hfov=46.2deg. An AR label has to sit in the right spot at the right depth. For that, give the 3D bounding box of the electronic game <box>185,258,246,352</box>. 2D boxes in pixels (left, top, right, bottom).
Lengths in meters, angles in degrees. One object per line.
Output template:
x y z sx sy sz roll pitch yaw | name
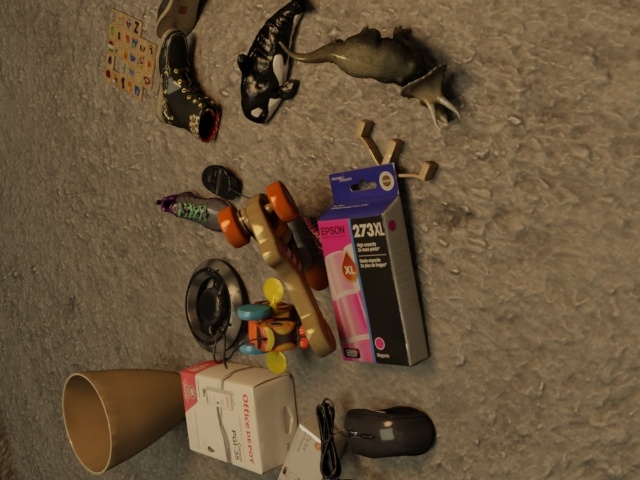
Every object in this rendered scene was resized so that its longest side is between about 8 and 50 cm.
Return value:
-0.258 0.159 1.825 0.229 0.048 0.229 -1 89 45 | electronic game

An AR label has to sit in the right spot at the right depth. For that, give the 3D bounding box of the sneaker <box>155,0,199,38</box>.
-0.329 -0.573 1.754 0.222 0.083 0.118 -45 47 49 | sneaker

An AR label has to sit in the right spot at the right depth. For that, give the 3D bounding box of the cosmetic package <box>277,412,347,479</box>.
-0.028 0.499 1.628 0.099 0.060 0.239 31 119 22 | cosmetic package

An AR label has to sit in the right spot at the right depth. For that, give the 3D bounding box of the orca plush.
-0.115 -0.366 1.534 0.151 0.102 0.287 57 132 22 | orca plush

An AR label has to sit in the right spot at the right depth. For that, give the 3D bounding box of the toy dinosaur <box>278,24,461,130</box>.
0.093 -0.306 1.254 0.160 0.314 0.121 -104 37 -66 | toy dinosaur

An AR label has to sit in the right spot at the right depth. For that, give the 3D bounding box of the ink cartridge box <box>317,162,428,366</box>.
0.091 0.049 1.415 0.176 0.069 0.370 -5 96 47 | ink cartridge box

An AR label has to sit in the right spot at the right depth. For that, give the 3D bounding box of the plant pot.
-0.484 0.437 1.951 0.257 0.274 0.256 12 106 46 | plant pot

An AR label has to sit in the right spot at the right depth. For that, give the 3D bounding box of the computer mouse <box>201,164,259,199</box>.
-0.181 -0.114 1.708 0.242 0.041 0.071 29 116 32 | computer mouse

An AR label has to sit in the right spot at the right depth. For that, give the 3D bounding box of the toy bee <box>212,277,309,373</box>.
-0.094 0.197 1.548 0.162 0.298 0.195 1 121 10 | toy bee

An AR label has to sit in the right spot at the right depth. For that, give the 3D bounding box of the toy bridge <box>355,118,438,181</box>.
0.130 -0.156 1.374 0.188 0.026 0.063 39 125 34 | toy bridge

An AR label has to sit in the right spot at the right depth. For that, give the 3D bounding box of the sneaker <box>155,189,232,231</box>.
-0.298 -0.065 1.788 0.224 0.098 0.083 16 109 44 | sneaker

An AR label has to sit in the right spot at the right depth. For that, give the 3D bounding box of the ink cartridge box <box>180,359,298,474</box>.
-0.191 0.403 1.751 0.283 0.117 0.207 -1 97 46 | ink cartridge box

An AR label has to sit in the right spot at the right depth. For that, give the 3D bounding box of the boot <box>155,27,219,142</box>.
-0.304 -0.357 1.751 0.179 0.085 0.236 33 127 35 | boot

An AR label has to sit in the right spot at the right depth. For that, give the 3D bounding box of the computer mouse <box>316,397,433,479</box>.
0.092 0.410 1.454 0.262 0.060 0.184 -2 90 34 | computer mouse

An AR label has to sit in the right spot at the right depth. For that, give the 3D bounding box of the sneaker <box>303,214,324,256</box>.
0.000 0.000 1.533 0.119 0.047 0.057 52 142 28 | sneaker

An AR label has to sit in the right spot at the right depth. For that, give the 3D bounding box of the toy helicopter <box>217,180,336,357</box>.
-0.054 0.068 1.492 0.140 0.235 0.355 -27 72 8 | toy helicopter

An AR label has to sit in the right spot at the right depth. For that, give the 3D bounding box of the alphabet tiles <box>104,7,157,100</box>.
-0.505 -0.490 1.989 0.237 0.009 0.198 32 119 38 | alphabet tiles
